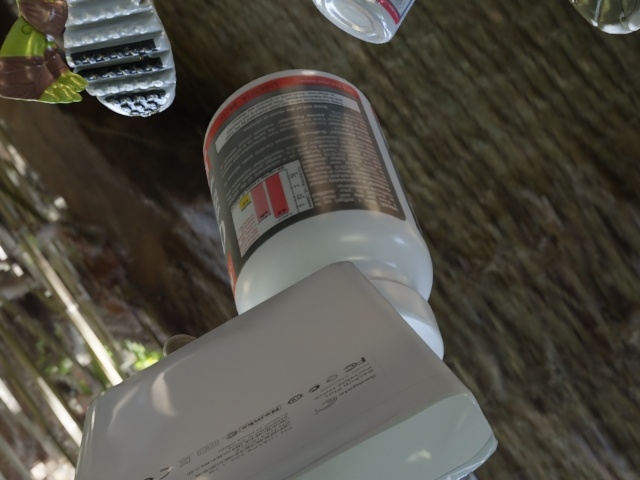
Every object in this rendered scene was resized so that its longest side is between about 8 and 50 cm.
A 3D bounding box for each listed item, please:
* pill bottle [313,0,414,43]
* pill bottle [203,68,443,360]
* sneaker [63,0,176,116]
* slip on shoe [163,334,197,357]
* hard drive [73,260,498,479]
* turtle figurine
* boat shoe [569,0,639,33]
[{"bbox_3d":[0.078,-0.322,1.308,0.180,0.108,0.108,-58,-165,-11],"label":"pill bottle"},{"bbox_3d":[0.000,0.000,1.253,0.210,0.210,0.362,-31,-136,14],"label":"pill bottle"},{"bbox_3d":[-0.202,-0.249,1.123,0.110,0.292,0.118,-3,-137,14],"label":"sneaker"},{"bbox_3d":[-0.116,0.152,1.290,0.051,0.135,0.041,-43,175,-21],"label":"slip on shoe"},{"bbox_3d":[-0.046,0.114,0.730,0.233,0.047,0.353,-29,-168,-3],"label":"hard drive"},{"bbox_3d":[-0.195,-0.209,0.817,0.087,0.217,0.269,0,-165,-20],"label":"turtle figurine"},{"bbox_3d":[0.151,-0.235,0.721,0.073,0.223,0.080,-38,-172,-35],"label":"boat shoe"}]
